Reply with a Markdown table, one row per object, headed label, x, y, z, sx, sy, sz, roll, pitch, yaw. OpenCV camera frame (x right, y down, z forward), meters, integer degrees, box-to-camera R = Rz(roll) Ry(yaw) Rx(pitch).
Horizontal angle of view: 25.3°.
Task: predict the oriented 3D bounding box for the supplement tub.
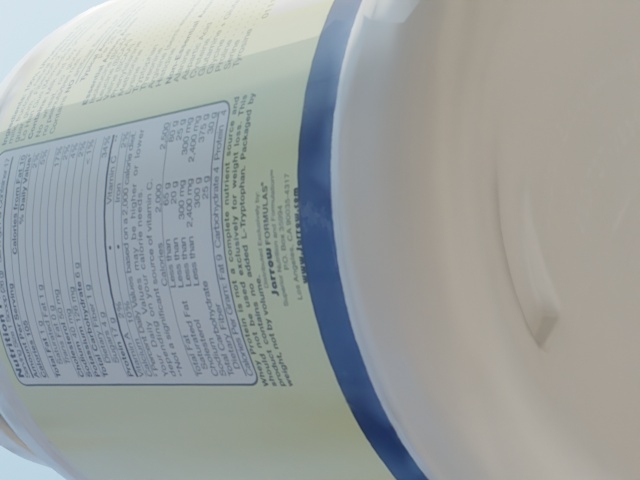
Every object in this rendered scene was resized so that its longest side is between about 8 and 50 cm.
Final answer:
| label | x | y | z | sx | sy | sz | roll | pitch | yaw |
| --- | --- | --- | --- | --- | --- | --- | --- | --- | --- |
| supplement tub | 0.000 | 0.000 | 0.576 | 0.235 | 0.325 | 0.235 | 6 | -99 | -43 |
